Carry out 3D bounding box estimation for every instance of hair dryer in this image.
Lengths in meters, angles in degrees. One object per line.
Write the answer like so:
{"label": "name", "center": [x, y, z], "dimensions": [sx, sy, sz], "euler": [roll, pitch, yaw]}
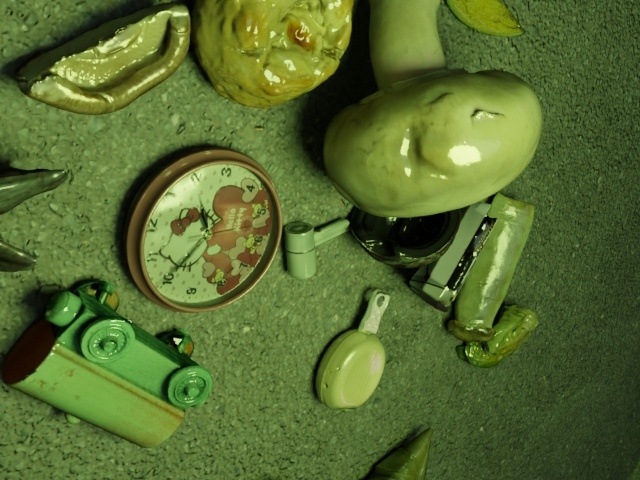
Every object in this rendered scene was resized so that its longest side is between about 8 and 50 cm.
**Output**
{"label": "hair dryer", "center": [0.000, 0.000, 1.114], "dimensions": [0.137, 0.047, 0.081], "euler": [-28, 125, -38]}

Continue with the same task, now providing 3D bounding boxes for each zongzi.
{"label": "zongzi", "center": [0.175, 0.558, 1.446], "dimensions": [0.274, 0.125, 0.250], "euler": [-41, 129, -28]}

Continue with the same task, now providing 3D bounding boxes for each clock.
{"label": "clock", "center": [0.240, 0.029, 1.253], "dimensions": [0.186, 0.083, 0.253], "euler": [-59, 167, -4]}
{"label": "clock", "center": [-0.157, -0.011, 0.963], "dimensions": [0.245, 0.056, 0.244], "euler": [-19, 122, -33]}

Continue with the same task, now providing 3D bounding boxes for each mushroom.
{"label": "mushroom", "center": [0.156, -0.172, 1.023], "dimensions": [0.315, 0.356, 0.315], "euler": [-1, 138, -1]}
{"label": "mushroom", "center": [-0.240, -0.203, 0.799], "dimensions": [0.210, 0.072, 0.094], "euler": [-37, 126, -19]}
{"label": "mushroom", "center": [0.343, 0.060, 1.395], "dimensions": [0.100, 0.081, 0.312], "euler": [17, 95, -7]}

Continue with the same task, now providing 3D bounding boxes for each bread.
{"label": "bread", "center": [-0.054, -0.289, 0.880], "dimensions": [0.245, 0.134, 0.244], "euler": [-20, 122, -36]}

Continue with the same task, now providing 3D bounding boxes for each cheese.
{"label": "cheese", "center": [0.071, 0.195, 1.239], "dimensions": [0.137, 0.064, 0.227], "euler": [15, 99, -47]}

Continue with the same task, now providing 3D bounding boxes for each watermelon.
{"label": "watermelon", "center": [0.264, -0.410, 1.134], "dimensions": [0.182, 0.092, 0.075], "euler": [30, 73, -35]}

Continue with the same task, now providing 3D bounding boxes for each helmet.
{"label": "helmet", "center": [0.142, -0.017, 1.149], "dimensions": [0.107, 0.177, 0.153], "euler": [75, 37, -57]}

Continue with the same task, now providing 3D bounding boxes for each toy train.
{"label": "toy train", "center": [-0.274, 0.176, 0.917], "dimensions": [0.177, 0.116, 0.285], "euler": [-45, 133, 0]}

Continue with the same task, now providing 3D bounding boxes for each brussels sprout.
{"label": "brussels sprout", "center": [0.387, 0.204, 1.494], "dimensions": [0.181, 0.100, 0.139], "euler": [-37, 138, -24]}

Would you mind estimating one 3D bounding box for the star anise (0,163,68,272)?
{"label": "star anise", "center": [-0.423, -0.057, 0.683], "dimensions": [0.316, 0.139, 0.359], "euler": [-20, 105, -42]}
